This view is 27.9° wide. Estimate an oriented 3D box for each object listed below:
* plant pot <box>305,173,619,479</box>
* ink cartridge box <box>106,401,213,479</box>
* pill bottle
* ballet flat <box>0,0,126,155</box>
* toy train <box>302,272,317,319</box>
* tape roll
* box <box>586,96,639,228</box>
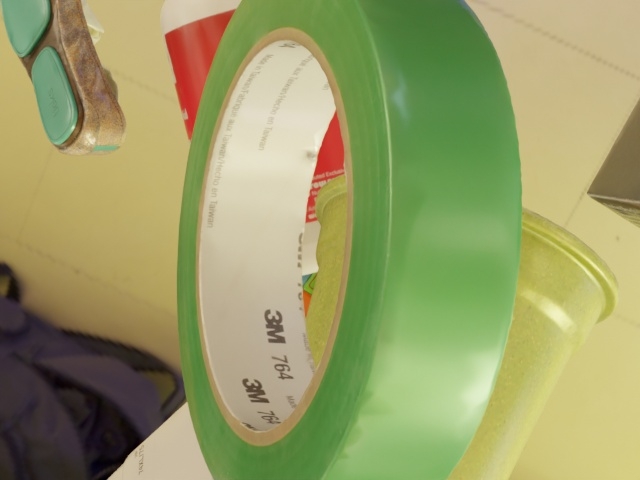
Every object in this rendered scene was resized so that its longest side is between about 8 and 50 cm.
[{"bbox_3d":[0.080,0.118,1.085,0.276,0.276,0.254,22,71,1],"label":"plant pot"},{"bbox_3d":[-0.082,0.337,1.437,0.270,0.198,0.197,35,113,-26],"label":"ink cartridge box"},{"bbox_3d":[-0.043,-0.173,1.402,0.229,0.229,0.408,-13,94,14],"label":"pill bottle"},{"bbox_3d":[-0.309,-0.229,1.567,0.107,0.106,0.316,-38,60,35],"label":"ballet flat"},{"bbox_3d":[-0.054,0.090,1.694,0.143,0.105,0.248,33,124,-4],"label":"toy train"},{"bbox_3d":[0.000,0.000,0.750,0.077,0.321,0.321,4,113,-24],"label":"tape roll"},{"bbox_3d":[0.553,-0.073,1.411,0.395,0.212,0.293,30,89,-13],"label":"box"}]
